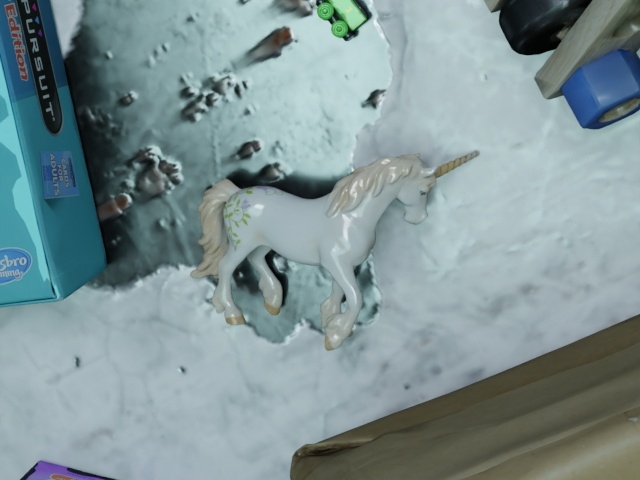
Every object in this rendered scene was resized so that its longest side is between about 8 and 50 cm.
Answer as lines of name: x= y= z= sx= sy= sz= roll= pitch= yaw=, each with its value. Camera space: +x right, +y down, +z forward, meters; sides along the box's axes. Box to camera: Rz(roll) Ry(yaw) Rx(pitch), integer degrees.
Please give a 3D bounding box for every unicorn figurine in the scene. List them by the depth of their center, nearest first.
unicorn figurine: x=0.000 y=0.000 z=0.712 sx=0.162 sy=0.060 sz=0.111 roll=8 pitch=106 yaw=10

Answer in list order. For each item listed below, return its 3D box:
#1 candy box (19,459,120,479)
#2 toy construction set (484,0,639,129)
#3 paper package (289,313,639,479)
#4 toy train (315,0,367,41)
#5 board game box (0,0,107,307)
candy box: x=-0.127 y=0.211 z=0.721 sx=0.165 sy=0.196 sz=0.070 roll=13 pitch=106 yaw=9
toy construction set: x=0.186 y=-0.127 z=0.506 sx=0.257 sy=0.237 sz=0.309 roll=1 pitch=82 yaw=6
paper package: x=0.182 y=0.209 z=0.631 sx=0.309 sy=0.168 sz=0.325 roll=-22 pitch=99 yaw=-3
toy train: x=-0.005 y=-0.147 z=0.700 sx=0.023 sy=0.017 sz=0.083 roll=-38 pitch=94 yaw=8
board game box: x=-0.285 y=-0.120 z=0.733 sx=0.253 sy=0.079 sz=0.336 roll=-7 pitch=102 yaw=13
